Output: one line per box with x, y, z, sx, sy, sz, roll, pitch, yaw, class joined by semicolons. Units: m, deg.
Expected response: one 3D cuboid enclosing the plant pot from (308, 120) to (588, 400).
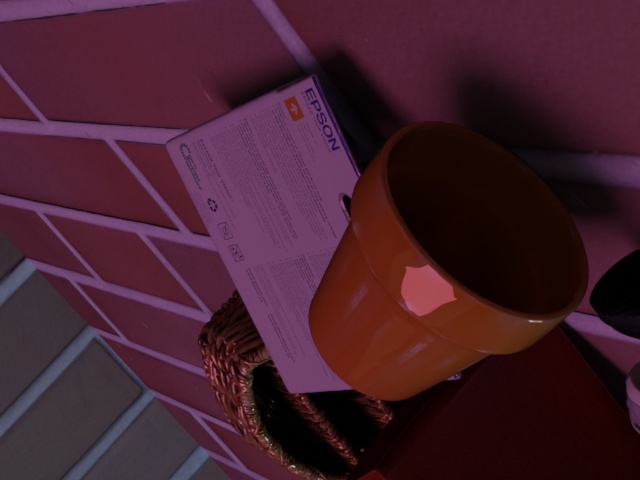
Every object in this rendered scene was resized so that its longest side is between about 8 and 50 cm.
0.090;0.036;1.129;0.205;0.205;0.188;41;129;2;plant pot

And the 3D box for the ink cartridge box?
0.000;0.000;1.373;0.330;0.071;0.324;-14;103;56;ink cartridge box

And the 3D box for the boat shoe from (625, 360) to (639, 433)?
0.374;0.191;1.195;0.227;0.079;0.081;36;147;36;boat shoe

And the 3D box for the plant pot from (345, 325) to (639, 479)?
0.178;0.262;1.402;0.267;0.235;0.267;53;159;7;plant pot

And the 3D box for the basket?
0.006;0.196;1.714;0.223;0.213;0.299;21;152;48;basket

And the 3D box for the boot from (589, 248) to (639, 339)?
0.349;0.101;1.037;0.207;0.094;0.246;53;152;-19;boot
